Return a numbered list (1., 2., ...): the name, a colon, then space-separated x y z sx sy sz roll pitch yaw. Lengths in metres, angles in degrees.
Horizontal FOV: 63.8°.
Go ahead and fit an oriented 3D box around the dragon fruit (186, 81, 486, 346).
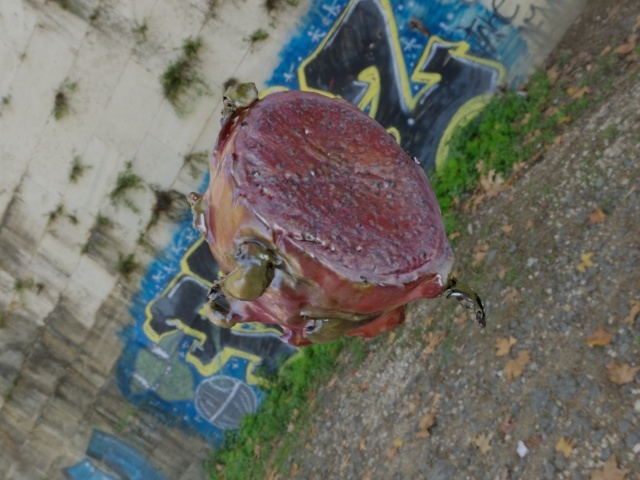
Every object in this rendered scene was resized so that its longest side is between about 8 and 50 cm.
1. dragon fruit: 0.000 0.000 0.450 0.211 0.282 0.147 -45 -3 -43
